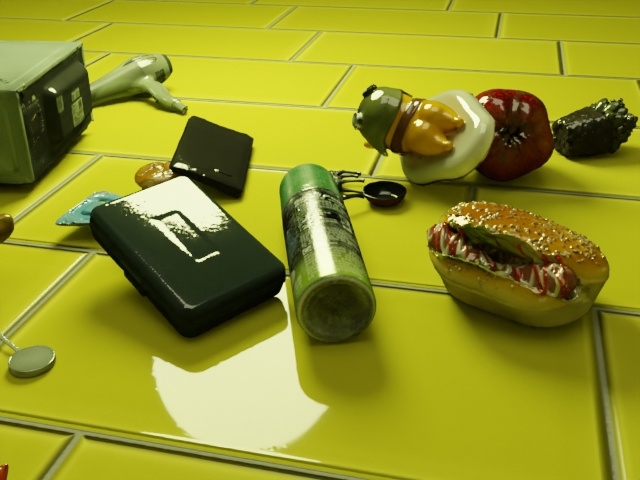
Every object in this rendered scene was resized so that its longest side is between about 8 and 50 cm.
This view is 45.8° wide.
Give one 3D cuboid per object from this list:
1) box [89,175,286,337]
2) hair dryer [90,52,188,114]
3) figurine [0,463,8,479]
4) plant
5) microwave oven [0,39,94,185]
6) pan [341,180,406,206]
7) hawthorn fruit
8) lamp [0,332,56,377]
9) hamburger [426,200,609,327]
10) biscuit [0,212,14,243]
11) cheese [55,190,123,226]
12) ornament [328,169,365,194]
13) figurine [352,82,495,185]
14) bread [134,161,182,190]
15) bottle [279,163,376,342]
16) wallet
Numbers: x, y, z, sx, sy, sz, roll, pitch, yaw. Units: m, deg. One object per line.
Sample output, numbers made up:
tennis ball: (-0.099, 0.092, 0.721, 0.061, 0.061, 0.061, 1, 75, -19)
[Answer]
box: (-0.167, 0.012, 0.952, 0.160, 0.050, 0.230, -26, 53, -35)
hair dryer: (-0.409, -0.312, 1.615, 0.219, 0.088, 0.225, -15, 46, -12)
figurine: (-0.293, 0.229, 0.594, 0.075, 0.068, 0.140, 0, 30, 8)
plant: (0.482, -0.195, 1.330, 0.143, 0.092, 0.094, -18, 25, -13)
microwave oven: (-0.550, -0.224, 1.321, 0.237, 0.181, 0.295, 3, 29, 3)
pan: (0.078, -0.066, 1.170, 0.115, 0.023, 0.068, -11, 31, -24)
hawthorn fruit: (0.299, -0.178, 1.268, 0.162, 0.162, 0.203, 1, 10, 4)
lamp: (-0.372, 0.093, 0.869, 0.198, 0.056, 0.050, 25, 35, 34)
hamburger: (0.235, 0.021, 0.910, 0.210, 0.116, 0.173, 21, 33, 35)
biscuit: (-0.487, 0.025, 0.945, 0.183, 0.039, 0.174, -17, 15, 32)
cheese: (-0.248, -0.032, 1.091, 0.244, 0.052, 0.135, 9, 29, 17)
ornament: (0.008, -0.093, 1.221, 0.125, 0.028, 0.073, -4, 29, -9)
figurine: (0.147, -0.189, 1.187, 0.141, 0.166, 0.250, 27, -4, -27)
bread: (-0.255, -0.098, 1.219, 0.083, 0.046, 0.081, 8, 32, 14)
bottle: (0.000, 0.000, 0.980, 0.093, 0.093, 0.330, -4, 29, -5)
wallet: (-0.181, -0.151, 1.289, 0.124, 0.025, 0.244, 20, 27, -11)
